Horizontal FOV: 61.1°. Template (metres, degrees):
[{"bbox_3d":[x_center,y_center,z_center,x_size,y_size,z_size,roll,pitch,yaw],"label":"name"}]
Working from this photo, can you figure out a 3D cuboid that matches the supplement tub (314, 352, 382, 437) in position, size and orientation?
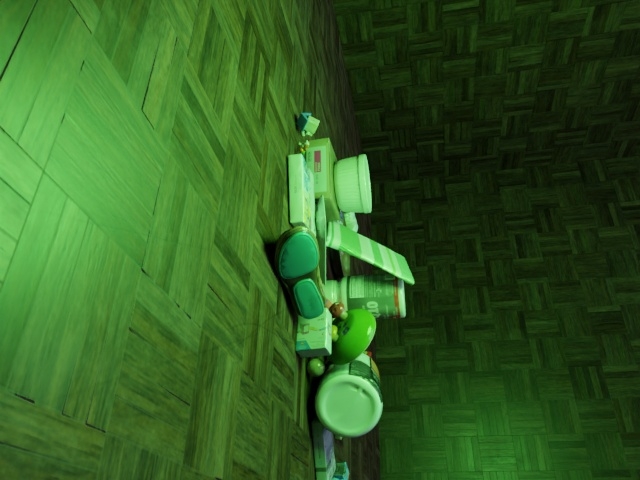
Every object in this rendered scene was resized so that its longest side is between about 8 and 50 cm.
[{"bbox_3d":[0.088,0.447,1.648,0.316,0.194,0.193,-43,127,-84],"label":"supplement tub"}]

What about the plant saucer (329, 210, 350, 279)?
[{"bbox_3d":[0.079,0.021,2.265,0.310,0.050,0.310,-4,90,-80],"label":"plant saucer"}]

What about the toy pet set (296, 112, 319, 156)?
[{"bbox_3d":[-0.056,-0.343,1.731,0.114,0.065,0.122,-59,-170,35],"label":"toy pet set"}]

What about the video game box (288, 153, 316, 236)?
[{"bbox_3d":[-0.053,-0.127,1.606,0.187,0.048,0.205,60,27,-74],"label":"video game box"}]

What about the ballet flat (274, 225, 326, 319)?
[{"bbox_3d":[-0.055,0.061,1.377,0.342,0.116,0.124,74,-6,-47],"label":"ballet flat"}]

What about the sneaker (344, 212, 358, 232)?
[{"bbox_3d":[0.116,-0.119,2.474,0.092,0.087,0.228,62,17,-49],"label":"sneaker"}]

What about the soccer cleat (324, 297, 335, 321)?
[{"bbox_3d":[0.040,0.317,1.832,0.248,0.095,0.083,69,-20,-4],"label":"soccer cleat"}]

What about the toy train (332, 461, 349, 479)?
[{"bbox_3d":[0.050,0.774,1.659,0.184,0.080,0.105,-65,140,-66],"label":"toy train"}]

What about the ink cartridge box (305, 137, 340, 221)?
[{"bbox_3d":[0.010,-0.206,1.885,0.193,0.088,0.234,58,29,-65],"label":"ink cartridge box"}]

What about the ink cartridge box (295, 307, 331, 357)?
[{"bbox_3d":[-0.018,0.253,1.490,0.052,0.089,0.122,62,24,-49],"label":"ink cartridge box"}]

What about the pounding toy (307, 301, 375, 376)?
[{"bbox_3d":[0.036,0.266,1.567,0.110,0.237,0.183,43,23,-24],"label":"pounding toy"}]

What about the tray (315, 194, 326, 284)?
[{"bbox_3d":[0.000,0.000,1.758,0.145,0.030,0.270,-94,-177,-55],"label":"tray"}]

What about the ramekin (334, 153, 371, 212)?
[{"bbox_3d":[0.113,-0.193,1.895,0.207,0.109,0.207,-5,90,-79],"label":"ramekin"}]

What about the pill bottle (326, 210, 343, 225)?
[{"bbox_3d":[0.046,-0.070,2.045,0.078,0.078,0.137,67,21,-60],"label":"pill bottle"}]

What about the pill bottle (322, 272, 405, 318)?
[{"bbox_3d":[0.156,0.203,1.932,0.161,0.283,0.161,-5,90,-80],"label":"pill bottle"}]

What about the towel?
[{"bbox_3d":[0.162,0.039,1.886,0.038,0.325,0.248,-61,-172,16],"label":"towel"}]

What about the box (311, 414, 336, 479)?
[{"bbox_3d":[0.011,0.614,1.617,0.145,0.038,0.186,5,81,-80],"label":"box"}]

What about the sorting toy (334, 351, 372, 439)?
[{"bbox_3d":[0.125,0.546,1.969,0.257,0.089,0.255,-45,137,-67],"label":"sorting toy"}]
